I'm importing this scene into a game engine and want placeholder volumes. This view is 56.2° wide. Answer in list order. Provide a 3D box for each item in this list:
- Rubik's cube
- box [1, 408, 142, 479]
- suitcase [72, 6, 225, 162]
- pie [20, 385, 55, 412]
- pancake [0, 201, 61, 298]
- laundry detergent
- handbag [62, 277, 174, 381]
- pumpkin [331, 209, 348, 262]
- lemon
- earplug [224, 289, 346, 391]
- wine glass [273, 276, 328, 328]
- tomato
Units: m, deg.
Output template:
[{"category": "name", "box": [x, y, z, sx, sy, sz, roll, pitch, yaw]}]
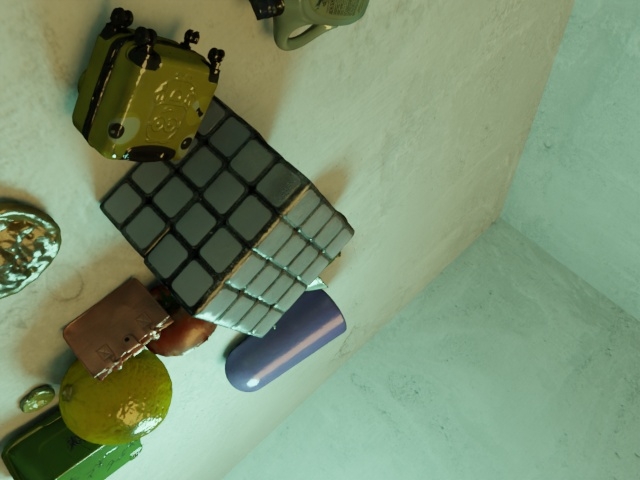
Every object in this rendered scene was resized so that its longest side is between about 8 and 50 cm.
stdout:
[{"category": "Rubik's cube", "box": [-0.185, -0.038, 1.286, 0.344, 0.337, 0.344, -48, 155, -1]}, {"category": "box", "box": [-0.645, 0.561, 1.608, 0.328, 0.177, 0.253, -31, 152, -33]}, {"category": "suitcase", "box": [-0.297, -0.252, 1.014, 0.193, 0.143, 0.235, -8, 133, -56]}, {"category": "pie", "box": [-0.692, 0.390, 1.466, 0.084, 0.020, 0.084, -35, 152, -22]}, {"category": "pancake", "box": [-0.579, 0.028, 1.075, 0.241, 0.050, 0.242, -39, 154, -23]}, {"category": "laundry detergent", "box": [-0.023, -0.479, 1.175, 0.280, 0.105, 0.215, -37, 156, -27]}, {"category": "handbag", "box": [-0.468, 0.204, 1.391, 0.212, 0.157, 0.059, -40, 155, -17]}, {"category": "pumpkin", "box": [0.000, 0.000, 1.852, 0.219, 0.162, 0.219, -42, 153, -27]}, {"category": "lemon", "box": [-0.503, 0.378, 1.483, 0.267, 0.267, 0.267, -37, 154, -22]}, {"category": "earplug", "box": [-0.139, 0.365, 2.141, 0.455, 0.215, 0.215, -34, 153, -20]}, {"category": "wine glass", "box": [-0.106, 0.174, 1.979, 0.232, 0.156, 0.156, -42, 156, -2]}, {"category": "tomato", "box": [-0.361, 0.176, 1.482, 0.225, 0.225, 0.085, -39, 146, -19]}]
